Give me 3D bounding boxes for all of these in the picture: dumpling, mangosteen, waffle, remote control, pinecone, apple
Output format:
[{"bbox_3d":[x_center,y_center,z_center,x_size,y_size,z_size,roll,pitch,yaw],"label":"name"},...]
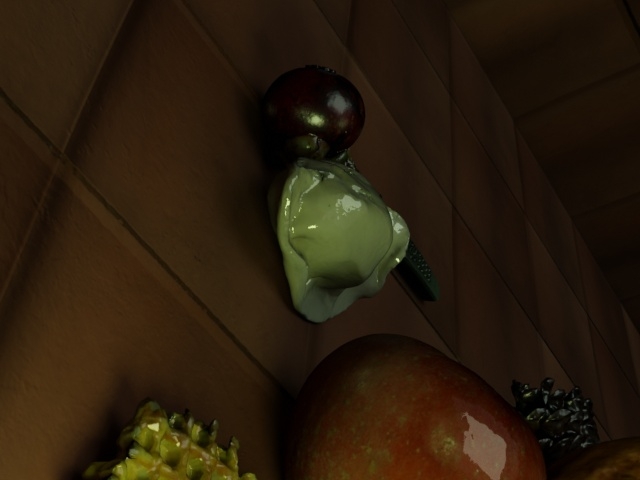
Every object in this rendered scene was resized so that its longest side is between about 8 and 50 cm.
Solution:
[{"bbox_3d":[0.000,0.000,1.504,0.318,0.187,0.243,17,94,-50],"label":"dumpling"},{"bbox_3d":[-0.013,-0.186,1.597,0.200,0.199,0.200,46,32,-39],"label":"mangosteen"},{"bbox_3d":[-0.135,0.328,0.997,0.329,0.062,0.329,44,35,-42],"label":"waffle"},{"bbox_3d":[0.170,0.034,1.915,0.222,0.042,0.072,53,28,-27],"label":"remote control"},{"bbox_3d":[0.406,0.402,1.836,0.298,0.242,0.296,51,29,-51],"label":"pinecone"},{"bbox_3d":[0.115,0.293,1.252,0.277,0.348,0.348,-55,131,-11],"label":"apple"}]

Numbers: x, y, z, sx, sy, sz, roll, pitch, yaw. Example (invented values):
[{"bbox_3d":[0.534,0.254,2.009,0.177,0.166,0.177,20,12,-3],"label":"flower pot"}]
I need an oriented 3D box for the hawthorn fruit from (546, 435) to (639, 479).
[{"bbox_3d":[0.477,0.521,1.518,0.472,0.471,0.472,46,32,-39],"label":"hawthorn fruit"}]

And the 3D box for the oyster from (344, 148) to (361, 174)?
[{"bbox_3d":[0.053,-0.111,1.790,0.166,0.053,0.108,47,41,-51],"label":"oyster"}]
